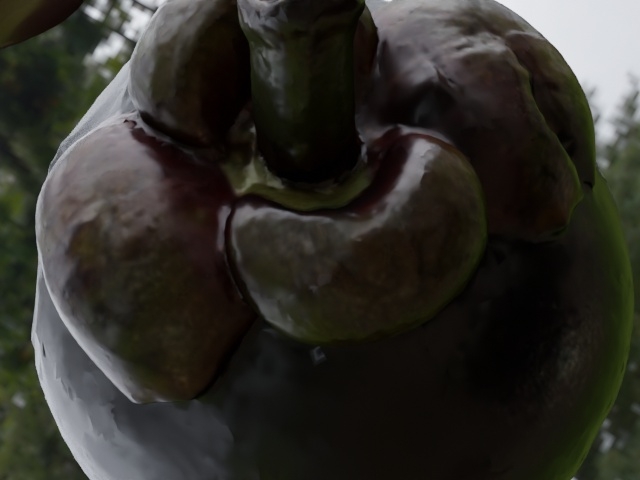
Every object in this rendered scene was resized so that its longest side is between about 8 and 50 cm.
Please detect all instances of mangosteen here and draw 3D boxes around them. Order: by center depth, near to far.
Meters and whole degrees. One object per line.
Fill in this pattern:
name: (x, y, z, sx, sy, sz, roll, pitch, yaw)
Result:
mangosteen: (0.000, 0.000, 0.586, 0.211, 0.211, 0.250, -53, -20, -23)

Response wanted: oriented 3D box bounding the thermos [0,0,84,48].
thermos: (0.031, -0.128, 0.267, 0.109, 0.330, 0.136, 28, -130, -40)
